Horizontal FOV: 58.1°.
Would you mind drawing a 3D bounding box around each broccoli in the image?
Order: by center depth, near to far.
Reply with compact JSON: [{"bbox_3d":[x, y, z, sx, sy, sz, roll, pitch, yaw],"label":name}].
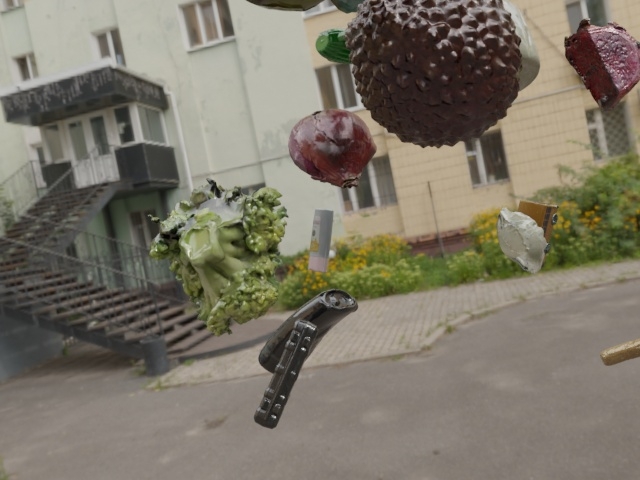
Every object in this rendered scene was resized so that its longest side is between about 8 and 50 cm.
[{"bbox_3d":[-0.234,0.030,1.253,0.293,0.348,0.281,5,-15,5],"label":"broccoli"}]

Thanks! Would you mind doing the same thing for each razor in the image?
[{"bbox_3d":[-0.042,0.284,1.831,0.349,0.113,0.204,-48,-25,22],"label":"razor"}]

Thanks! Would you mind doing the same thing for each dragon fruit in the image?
[{"bbox_3d":[0.476,-0.297,0.933,0.096,0.147,0.102,-27,-5,5],"label":"dragon fruit"}]

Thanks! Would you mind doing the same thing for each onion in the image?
[{"bbox_3d":[0.038,-0.250,1.496,0.227,0.283,0.120,-21,-41,-7],"label":"onion"}]

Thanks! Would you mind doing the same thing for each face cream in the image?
[{"bbox_3d":[0.000,0.000,1.812,0.057,0.198,0.084,8,-1,-30],"label":"face cream"}]

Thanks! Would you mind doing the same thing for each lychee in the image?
[{"bbox_3d":[0.149,-0.259,0.819,0.271,0.271,0.271,-11,1,0],"label":"lychee"}]

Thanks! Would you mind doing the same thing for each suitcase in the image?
[{"bbox_3d":[-0.088,0.351,1.538,0.066,0.285,0.206,24,-11,3],"label":"suitcase"}]

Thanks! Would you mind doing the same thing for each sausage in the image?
[{"bbox_3d":[1.079,0.352,1.905,0.301,0.066,0.066,-26,-8,35],"label":"sausage"}]

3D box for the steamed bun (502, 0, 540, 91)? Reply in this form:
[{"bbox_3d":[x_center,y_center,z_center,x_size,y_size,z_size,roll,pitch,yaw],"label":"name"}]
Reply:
[{"bbox_3d":[0.360,-0.470,1.469,0.383,0.247,0.236,-19,-22,2],"label":"steamed bun"}]

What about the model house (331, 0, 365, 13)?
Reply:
[{"bbox_3d":[0.045,-0.672,1.378,0.249,0.230,0.280,11,-14,37],"label":"model house"}]

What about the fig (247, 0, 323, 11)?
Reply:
[{"bbox_3d":[-0.033,-0.407,0.650,0.239,0.271,0.239,-5,-18,-2],"label":"fig"}]

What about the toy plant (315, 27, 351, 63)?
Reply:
[{"bbox_3d":[0.085,-0.534,1.609,0.154,0.088,0.240,-10,-2,27],"label":"toy plant"}]

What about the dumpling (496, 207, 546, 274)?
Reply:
[{"bbox_3d":[0.527,-0.006,1.478,0.127,0.188,0.108,-14,-19,-30],"label":"dumpling"}]

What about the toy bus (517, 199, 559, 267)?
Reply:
[{"bbox_3d":[0.653,-0.020,1.781,0.114,0.201,0.098,2,12,-46],"label":"toy bus"}]
